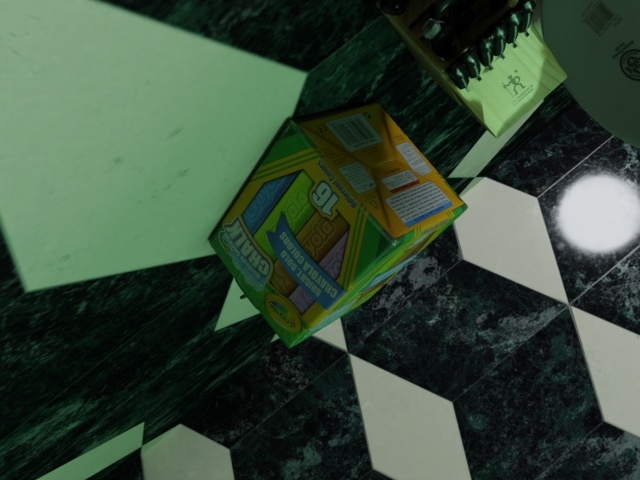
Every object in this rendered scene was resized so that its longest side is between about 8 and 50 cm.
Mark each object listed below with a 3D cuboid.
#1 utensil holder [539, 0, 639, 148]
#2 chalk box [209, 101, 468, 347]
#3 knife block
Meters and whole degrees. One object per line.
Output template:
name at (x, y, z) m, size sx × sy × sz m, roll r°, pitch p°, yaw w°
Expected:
utensil holder at (0.545, -0.344, 0.785) m, size 0.385 × 0.328 × 0.327 m, roll -38°, pitch 168°, yaw -3°
chalk box at (0.000, 0.000, 0.749) m, size 0.180 × 0.179 × 0.289 m, roll -25°, pitch 161°, yaw -48°
knife block at (0.111, -0.222, 0.560) m, size 0.088 × 0.242 × 0.276 m, roll -42°, pitch -147°, yaw 16°
